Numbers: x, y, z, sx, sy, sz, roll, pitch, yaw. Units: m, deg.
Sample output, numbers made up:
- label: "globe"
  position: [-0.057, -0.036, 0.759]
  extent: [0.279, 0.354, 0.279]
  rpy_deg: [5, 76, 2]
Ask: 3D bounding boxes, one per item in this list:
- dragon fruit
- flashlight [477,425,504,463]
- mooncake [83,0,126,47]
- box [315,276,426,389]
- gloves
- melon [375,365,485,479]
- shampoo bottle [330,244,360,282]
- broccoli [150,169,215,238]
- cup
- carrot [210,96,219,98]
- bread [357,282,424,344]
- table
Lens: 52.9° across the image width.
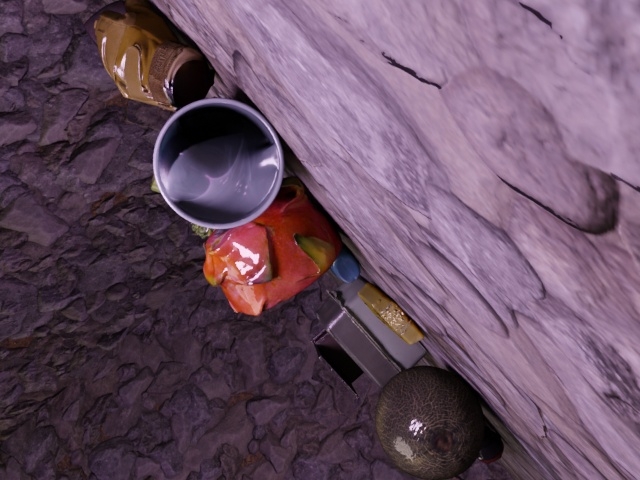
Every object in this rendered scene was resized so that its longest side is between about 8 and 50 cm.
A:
- label: "dragon fruit"
  position: [-0.115, 0.004, 1.304]
  extent: [0.189, 0.290, 0.290]
  rpy_deg: [55, 175, -16]
- label: "flashlight"
  position: [0.398, 0.490, 1.689]
  extent: [0.232, 0.093, 0.093]
  rpy_deg: [51, 176, -28]
- label: "mooncake"
  position: [-0.489, -0.501, 1.662]
  extent: [0.245, 0.133, 0.245]
  rpy_deg: [49, 177, 4]
- label: "box"
  position: [0.129, 0.242, 1.717]
  extent: [0.290, 0.166, 0.220]
  rpy_deg: [49, 176, -11]
- label: "gloves"
  position: [-0.328, -0.343, 1.180]
  extent: [0.331, 0.141, 0.154]
  rpy_deg: [38, 149, 36]
- label: "melon"
  position: [0.239, 0.399, 1.435]
  extent: [0.237, 0.237, 0.301]
  rpy_deg: [49, 179, -2]
- label: "shampoo bottle"
  position: [0.000, 0.000, 1.566]
  extent: [0.258, 0.061, 0.104]
  rpy_deg: [46, 175, 45]
- label: "broccoli"
  position: [-0.306, -0.178, 1.782]
  extent: [0.272, 0.324, 0.334]
  rpy_deg: [27, -146, -35]
- label: "cup"
  position: [-0.185, -0.140, 1.154]
  extent: [0.205, 0.205, 0.312]
  rpy_deg: [50, 177, -13]
- label: "carrot"
  position: [-0.174, -0.220, 1.392]
  extent: [0.229, 0.069, 0.069]
  rpy_deg: [49, 177, 13]
- label: "bread"
  position: [0.158, 0.167, 1.484]
  extent: [0.088, 0.049, 0.226]
  rpy_deg: [50, 176, -19]
- label: "table"
  position: [0.129, 0.337, 2.094]
  extent: [0.196, 0.250, 0.282]
  rpy_deg: [50, 178, -3]
